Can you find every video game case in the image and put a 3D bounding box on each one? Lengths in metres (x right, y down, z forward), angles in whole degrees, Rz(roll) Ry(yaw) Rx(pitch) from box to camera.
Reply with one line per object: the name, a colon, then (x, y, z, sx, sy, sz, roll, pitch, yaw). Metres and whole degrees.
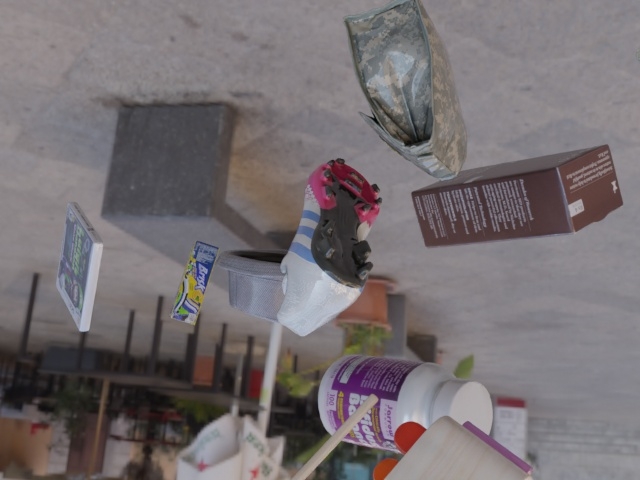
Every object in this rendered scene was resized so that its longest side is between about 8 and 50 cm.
video game case: (-0.461, 0.048, 1.592, 0.022, 0.190, 0.173, -1, -152, -34)

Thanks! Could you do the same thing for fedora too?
fedora: (-0.071, 0.089, 1.609, 0.275, 0.124, 0.244, 0, -172, -44)

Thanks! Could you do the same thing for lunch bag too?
lunch bag: (0.164, -0.255, 1.517, 0.169, 0.287, 0.235, -17, 165, 18)

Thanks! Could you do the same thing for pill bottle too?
pill bottle: (0.151, 0.300, 1.512, 0.169, 0.169, 0.302, 19, 166, -41)

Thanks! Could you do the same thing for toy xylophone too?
toy xylophone: (0.081, 0.309, 0.915, 0.236, 0.323, 0.081, 42, 161, 33)

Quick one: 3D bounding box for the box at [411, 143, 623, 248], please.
box: (0.392, -0.084, 1.716, 0.191, 0.143, 0.381, -23, -168, -39)

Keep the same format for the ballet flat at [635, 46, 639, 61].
ballet flat: (0.587, -0.362, 1.392, 0.057, 0.168, 0.052, 44, 179, -14)

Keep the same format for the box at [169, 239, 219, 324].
box: (-0.263, 0.088, 1.741, 0.054, 0.168, 0.059, 19, 172, -12)

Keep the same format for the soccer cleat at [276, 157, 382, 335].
soccer cleat: (0.000, 0.000, 1.130, 0.116, 0.331, 0.143, 35, 116, -11)
